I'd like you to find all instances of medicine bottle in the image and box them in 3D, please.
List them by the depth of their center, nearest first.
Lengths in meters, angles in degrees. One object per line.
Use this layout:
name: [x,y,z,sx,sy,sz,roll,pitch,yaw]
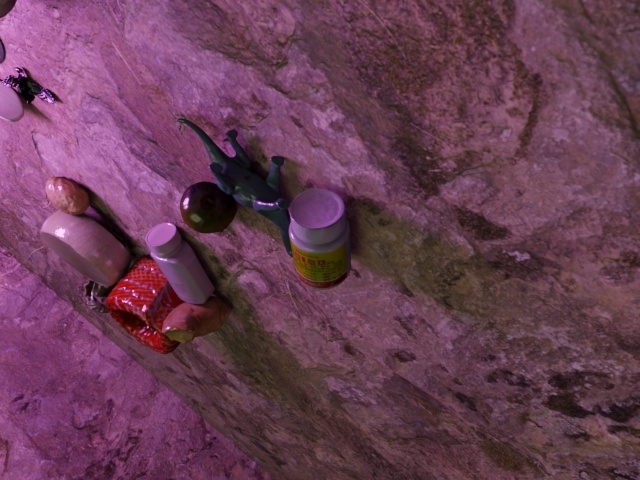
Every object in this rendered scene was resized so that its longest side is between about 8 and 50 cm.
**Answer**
medicine bottle: [0.000,0.000,1.377,0.139,0.139,0.225,24,146,22]
medicine bottle: [-0.470,0.080,1.995,0.161,0.111,0.296,14,144,32]

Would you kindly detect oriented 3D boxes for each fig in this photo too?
fig: [-0.298,-0.075,1.634,0.149,0.149,0.245,35,168,4]

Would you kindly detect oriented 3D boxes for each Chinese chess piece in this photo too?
Chinese chess piece: [-0.882,0.023,2.265,0.349,0.146,0.349,28,154,15]

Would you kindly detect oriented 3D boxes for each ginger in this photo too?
ginger: [-0.438,0.278,2.098,0.152,0.267,0.138,32,135,34]

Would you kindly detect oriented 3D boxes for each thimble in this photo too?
thimble: [-0.628,0.248,2.264,0.350,0.231,0.350,25,149,17]

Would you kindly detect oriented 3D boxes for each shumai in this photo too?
shumai: [-0.906,0.170,2.546,0.225,0.222,0.260,18,-173,-18]

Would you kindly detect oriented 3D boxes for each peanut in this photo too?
peanut: [-0.886,-0.154,2.099,0.159,0.109,0.140,32,169,18]

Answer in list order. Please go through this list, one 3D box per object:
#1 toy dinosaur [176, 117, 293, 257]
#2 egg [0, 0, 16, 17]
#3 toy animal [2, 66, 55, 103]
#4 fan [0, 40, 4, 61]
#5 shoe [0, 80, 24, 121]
toy dinosaur: [-0.185,-0.111,1.477,0.383,0.129,0.331,35,158,6]
egg: [-0.788,-0.588,1.358,0.217,0.183,0.183,25,148,6]
toy animal: [-0.867,-0.450,1.750,0.220,0.062,0.108,21,164,23]
fan: [-0.995,-0.619,1.685,0.223,0.012,0.294,20,146,26]
shoe: [-1.028,-0.451,1.877,0.265,0.095,0.110,42,155,3]
